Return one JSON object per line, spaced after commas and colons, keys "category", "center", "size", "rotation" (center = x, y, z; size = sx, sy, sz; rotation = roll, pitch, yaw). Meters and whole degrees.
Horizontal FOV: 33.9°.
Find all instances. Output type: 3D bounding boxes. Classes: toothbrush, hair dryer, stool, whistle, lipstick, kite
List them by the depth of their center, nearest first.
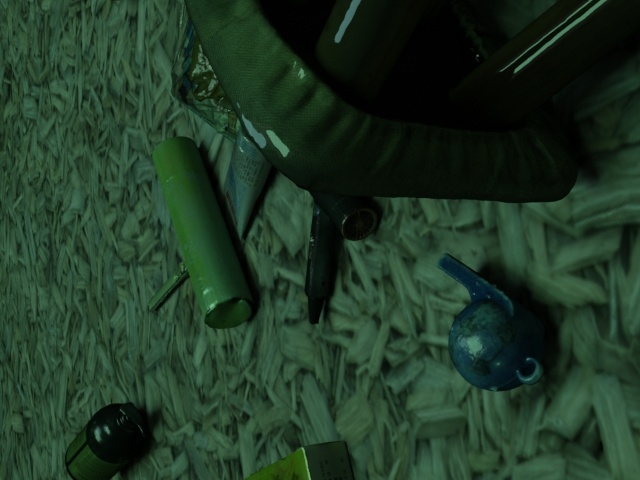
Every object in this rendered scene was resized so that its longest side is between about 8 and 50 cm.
{"category": "stool", "center": [0.080, -0.204, 0.800], "size": [0.226, 0.310, 0.310], "rotation": [-58, 45, 39]}
{"category": "whistle", "center": [0.144, 0.082, 0.926], "size": [0.158, 0.090, 0.090], "rotation": [39, 125, 53]}
{"category": "hair dryer", "center": [-0.007, -0.004, 1.232], "size": [0.173, 0.050, 0.194], "rotation": [-123, 38, -46]}
{"category": "lipstick", "center": [-0.168, -0.015, 1.482], "size": [0.076, 0.076, 0.304], "rotation": [-58, 44, 45]}
{"category": "kite", "center": [-0.158, -0.296, 1.501], "size": [0.368, 0.014, 0.406], "rotation": [-38, 59, 56]}
{"category": "toothbrush", "center": [-0.225, 0.057, 1.641], "size": [0.294, 0.028, 0.026], "rotation": [132, 129, -58]}

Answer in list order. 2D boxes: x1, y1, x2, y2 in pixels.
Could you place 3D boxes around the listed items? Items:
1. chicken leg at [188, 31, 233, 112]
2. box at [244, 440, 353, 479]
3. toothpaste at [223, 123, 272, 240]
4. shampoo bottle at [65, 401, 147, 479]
{"category": "chicken leg", "center": [-0.081, -0.321, 1.145], "size": [0.201, 0.153, 0.429], "rotation": [26, 125, 27]}
{"category": "box", "center": [-0.006, 0.385, 1.239], "size": [0.175, 0.062, 0.260], "rotation": [-41, 58, 54]}
{"category": "toothpaste", "center": [-0.094, -0.098, 1.372], "size": [0.234, 0.057, 0.089], "rotation": [118, 140, -51]}
{"category": "shampoo bottle", "center": [-0.366, 0.347, 1.833], "size": [0.284, 0.101, 0.101], "rotation": [-47, 53, 52]}
